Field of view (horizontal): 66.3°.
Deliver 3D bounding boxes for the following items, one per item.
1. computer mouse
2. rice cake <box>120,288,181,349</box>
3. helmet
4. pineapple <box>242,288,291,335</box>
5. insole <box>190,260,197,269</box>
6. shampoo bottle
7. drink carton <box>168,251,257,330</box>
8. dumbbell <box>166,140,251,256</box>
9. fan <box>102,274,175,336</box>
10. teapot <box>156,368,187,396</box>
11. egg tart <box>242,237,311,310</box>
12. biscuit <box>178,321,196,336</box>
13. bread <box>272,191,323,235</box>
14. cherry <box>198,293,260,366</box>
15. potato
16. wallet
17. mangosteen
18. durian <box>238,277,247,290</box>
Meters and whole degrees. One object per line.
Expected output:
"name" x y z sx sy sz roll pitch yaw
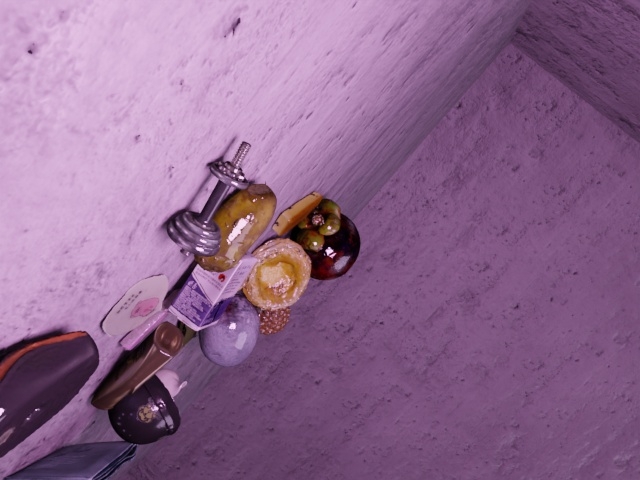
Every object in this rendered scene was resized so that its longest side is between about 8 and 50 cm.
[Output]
"computer mouse" -0.502 0.250 0.809 0.183 0.116 0.323 -51 179 14
"rice cake" -0.431 0.201 1.273 0.206 0.036 0.047 -45 -178 -19
"helmet" -0.557 0.527 1.507 0.161 0.230 0.279 -24 179 -38
"pineapple" -0.248 0.266 2.131 0.223 0.223 0.357 -45 155 -19
"insole" -0.270 0.008 1.292 0.192 0.010 0.063 -46 172 -13
"shampoo bottle" -0.510 0.360 1.347 0.350 0.084 0.125 -41 -159 25
"drink carton" -0.275 0.112 1.281 0.222 0.102 0.134 -56 169 5
"dumbbell" -0.200 -0.076 0.932 0.254 0.110 0.110 -56 171 15
"fan" -0.405 0.167 1.182 0.182 0.010 0.310 -50 165 -6
"teapot" -0.615 0.588 1.812 0.299 0.166 0.208 -62 179 23
"egg tart" -0.166 0.116 1.786 0.288 0.118 0.288 -13 120 -23
"biscuit" -0.445 0.289 1.650 0.099 0.038 0.322 -47 173 -34
"bread" -0.077 -0.098 1.707 0.226 0.049 0.088 -40 170 -50
"cherry" -0.330 0.321 1.773 0.296 0.218 0.254 99 11 -57
"potato" -0.195 -0.034 1.133 0.251 0.113 0.149 -56 166 -6
"wallet" -0.708 0.652 1.423 0.252 0.054 0.290 -4 176 5
"mangosteen" 0.013 0.008 1.921 0.311 0.311 0.311 -47 173 -8
"durian" -0.273 0.115 1.592 0.110 0.071 0.140 -51 159 -24
